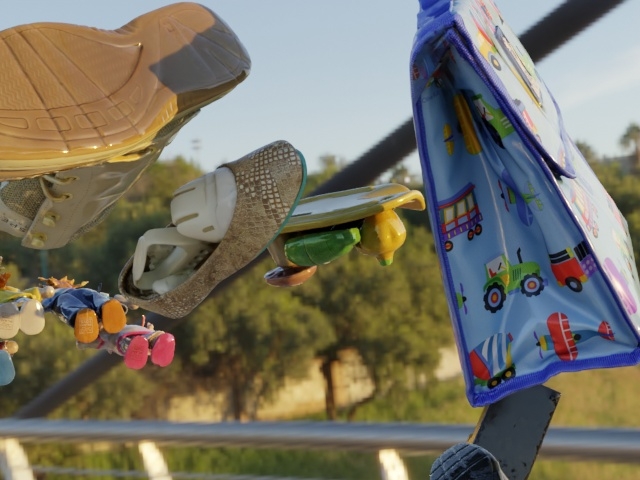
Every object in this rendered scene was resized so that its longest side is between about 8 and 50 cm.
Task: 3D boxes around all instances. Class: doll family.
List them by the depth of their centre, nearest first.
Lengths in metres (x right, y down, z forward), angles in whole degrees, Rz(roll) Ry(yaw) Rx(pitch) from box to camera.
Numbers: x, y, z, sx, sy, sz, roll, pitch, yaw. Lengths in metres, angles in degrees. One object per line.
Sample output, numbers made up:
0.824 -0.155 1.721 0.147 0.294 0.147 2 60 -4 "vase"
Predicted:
-0.280 0.074 1.138 0.263 0.118 0.163 -4 6 -30 "doll family"

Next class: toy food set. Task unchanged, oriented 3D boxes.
0.000 0.000 1.040 0.218 0.071 0.128 -8 13 34 "toy food set"

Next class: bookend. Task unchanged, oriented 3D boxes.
0.215 0.245 1.314 0.072 0.156 0.157 23 -9 7 "bookend"

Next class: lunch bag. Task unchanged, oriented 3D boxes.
0.125 -0.068 0.809 0.138 0.293 0.221 -19 19 19 "lunch bag"

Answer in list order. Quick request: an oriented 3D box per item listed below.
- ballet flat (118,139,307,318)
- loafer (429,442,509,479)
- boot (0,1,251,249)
-0.087 -0.003 0.789 0.067 0.073 0.206 8 -38 -33 "ballet flat"
0.133 0.213 0.843 0.062 0.061 0.170 -39 22 1 "loafer"
-0.184 -0.059 0.736 0.203 0.095 0.262 -38 -2 36 "boot"
